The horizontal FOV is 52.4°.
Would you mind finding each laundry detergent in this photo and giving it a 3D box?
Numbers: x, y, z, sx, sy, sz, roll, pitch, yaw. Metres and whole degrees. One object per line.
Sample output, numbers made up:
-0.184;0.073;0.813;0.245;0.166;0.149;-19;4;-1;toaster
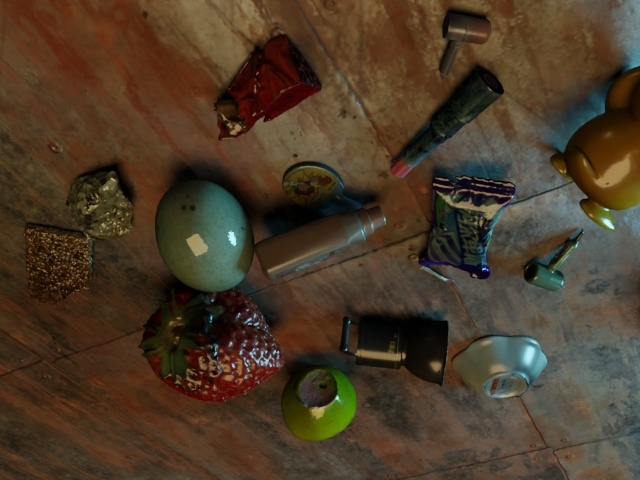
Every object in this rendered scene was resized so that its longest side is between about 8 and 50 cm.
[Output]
0.000;0.000;1.206;0.237;0.076;0.171;-22;175;-3;laundry detergent

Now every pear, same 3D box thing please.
-0.004;0.399;1.580;0.188;0.187;0.219;-4;144;5;pear

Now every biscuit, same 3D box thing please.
-0.541;0.062;1.346;0.131;0.026;0.237;12;134;-9;biscuit

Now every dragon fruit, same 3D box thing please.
-0.098;-0.233;1.020;0.192;0.122;0.092;-32;87;34;dragon fruit

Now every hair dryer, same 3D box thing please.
0.475;0.034;1.291;0.071;0.047;0.150;18;123;-19;hair dryer
0.204;-0.283;0.971;0.063;0.037;0.114;7;143;-8;hair dryer

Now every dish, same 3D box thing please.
0.433;0.320;1.549;0.230;0.081;0.229;1;136;1;dish

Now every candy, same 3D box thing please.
0.267;-0.018;1.217;0.145;0.070;0.275;6;141;6;candy

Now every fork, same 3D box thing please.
0.248;0.076;1.349;0.115;0.012;0.016;29;129;-27;fork

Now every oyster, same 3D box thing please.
-0.405;-0.060;1.194;0.125;0.064;0.177;-2;138;-2;oyster

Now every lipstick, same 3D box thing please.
0.196;-0.178;1.062;0.053;0.053;0.234;26;132;-23;lipstick

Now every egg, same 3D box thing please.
-0.206;-0.004;1.167;0.169;0.169;0.236;-6;133;7;egg

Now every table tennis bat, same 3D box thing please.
0.004;-0.089;1.183;0.155;0.019;0.100;24;130;-19;table tennis bat

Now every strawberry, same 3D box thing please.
-0.211;0.220;1.362;0.239;0.250;0.288;-34;151;23;strawberry

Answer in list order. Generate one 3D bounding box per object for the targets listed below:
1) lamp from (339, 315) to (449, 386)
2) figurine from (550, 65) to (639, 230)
0.163;0.240;1.450;0.228;0.147;0.172;6;160;7;lamp
0.484;-0.146;0.999;0.228;0.215;0.215;-31;129;12;figurine
